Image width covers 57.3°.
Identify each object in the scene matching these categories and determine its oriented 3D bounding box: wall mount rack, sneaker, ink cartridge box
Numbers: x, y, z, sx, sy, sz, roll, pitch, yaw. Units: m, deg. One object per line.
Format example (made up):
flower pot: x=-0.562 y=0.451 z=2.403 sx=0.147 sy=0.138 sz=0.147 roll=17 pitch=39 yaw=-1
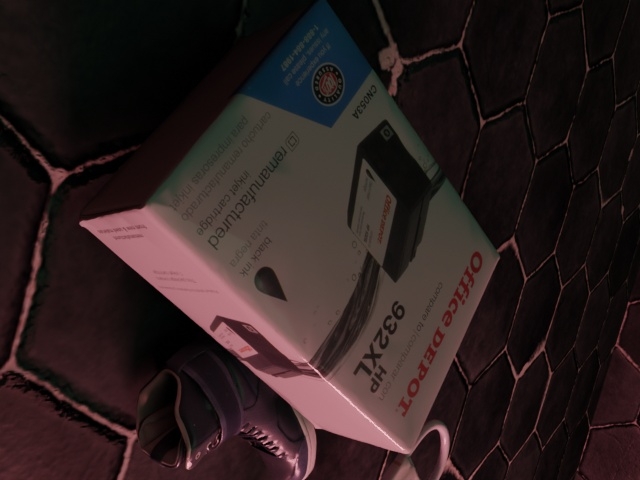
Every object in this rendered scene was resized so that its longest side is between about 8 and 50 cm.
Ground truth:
wall mount rack: x=0.049 y=0.399 z=0.799 sx=0.350 sy=0.130 sz=0.304 roll=-45 pitch=130 yaw=-29
sneaker: x=-0.088 y=0.187 z=0.570 sx=0.163 sy=0.086 sz=0.226 roll=-39 pitch=123 yaw=-46
ink cartridge box: x=0.000 y=0.000 z=0.505 sx=0.307 sy=0.129 sz=0.223 roll=48 pitch=60 yaw=-28
